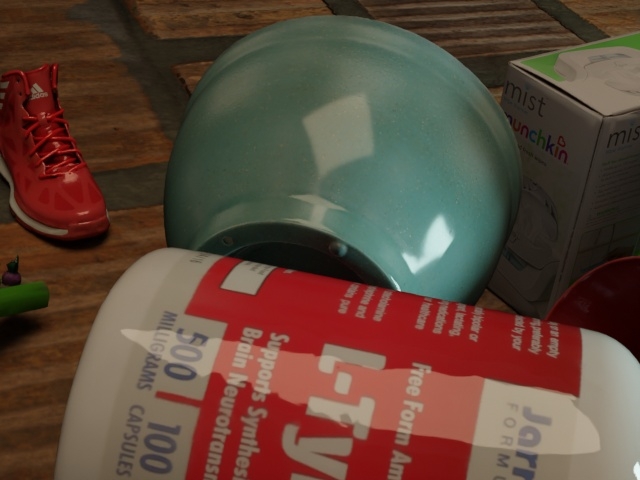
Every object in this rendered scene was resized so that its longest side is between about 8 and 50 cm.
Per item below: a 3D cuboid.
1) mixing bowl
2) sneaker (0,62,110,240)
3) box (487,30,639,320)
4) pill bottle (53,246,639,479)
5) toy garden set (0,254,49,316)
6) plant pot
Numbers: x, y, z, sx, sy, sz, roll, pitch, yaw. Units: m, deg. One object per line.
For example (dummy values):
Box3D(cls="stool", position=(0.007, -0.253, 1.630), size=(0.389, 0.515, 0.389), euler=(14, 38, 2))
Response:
Box3D(cls="mixing bowl", position=(0.255, 0.112, 0.882), size=(0.098, 0.181, 0.181), euler=(23, 23, -30))
Box3D(cls="sneaker", position=(-0.277, -0.098, 1.132), size=(0.087, 0.128, 0.221), euler=(-18, 40, -32))
Box3D(cls="box", position=(0.290, -0.067, 1.080), size=(0.262, 0.231, 0.127), euler=(-18, 40, -31))
Box3D(cls="pill bottle", position=(0.063, 0.149, 0.710), size=(0.408, 0.229, 0.229), euler=(11, 33, 8))
Box3D(cls="toy garden set", position=(-0.379, 0.013, 0.933), size=(0.244, 0.049, 0.204), euler=(16, 11, 23))
Box3D(cls="plant pot", position=(0.000, 0.000, 0.888), size=(0.293, 0.293, 0.196), euler=(11, 38, 9))
